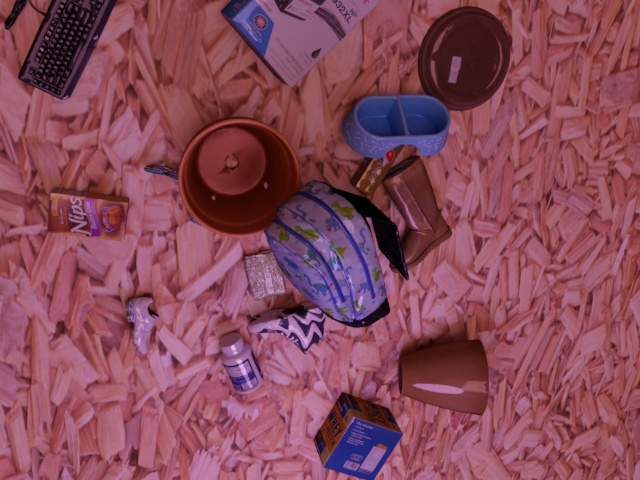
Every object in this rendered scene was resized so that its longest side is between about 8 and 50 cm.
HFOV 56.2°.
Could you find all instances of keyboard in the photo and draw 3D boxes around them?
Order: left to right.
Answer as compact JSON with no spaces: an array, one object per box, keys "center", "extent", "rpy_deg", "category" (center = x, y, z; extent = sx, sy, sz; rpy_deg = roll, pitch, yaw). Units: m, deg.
[{"center":[-0.608,-0.502,1.365],"extent":[0.201,0.033,0.317],"rpy_deg":[26,101,-22],"category":"keyboard"}]

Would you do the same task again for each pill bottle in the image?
[{"center":[-0.236,0.359,1.763],"extent":[0.094,0.094,0.169],"rpy_deg":[-22,114,-6],"category":"pill bottle"}]

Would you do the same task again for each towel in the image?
[{"center":[-0.159,0.100,1.722],"extent":[0.110,0.027,0.148],"rpy_deg":[-14,113,-9],"category":"towel"}]

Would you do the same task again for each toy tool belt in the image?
[{"center":[-0.311,-0.058,1.605],"extent":[0.083,0.051,0.052],"rpy_deg":[23,103,-22],"category":"toy tool belt"}]

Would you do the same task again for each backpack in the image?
[{"center":[0.014,0.027,1.444],"extent":[0.273,0.290,0.356],"rpy_deg":[-27,140,-27],"category":"backpack"}]

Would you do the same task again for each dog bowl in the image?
[{"center":[0.208,-0.310,1.587],"extent":[0.297,0.074,0.166],"rpy_deg":[-5,67,-13],"category":"dog bowl"}]

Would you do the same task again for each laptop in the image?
[{"center":[0.116,-0.028,1.634],"extent":[0.136,0.234,0.264],"rpy_deg":[-19,114,-6],"category":"laptop"}]

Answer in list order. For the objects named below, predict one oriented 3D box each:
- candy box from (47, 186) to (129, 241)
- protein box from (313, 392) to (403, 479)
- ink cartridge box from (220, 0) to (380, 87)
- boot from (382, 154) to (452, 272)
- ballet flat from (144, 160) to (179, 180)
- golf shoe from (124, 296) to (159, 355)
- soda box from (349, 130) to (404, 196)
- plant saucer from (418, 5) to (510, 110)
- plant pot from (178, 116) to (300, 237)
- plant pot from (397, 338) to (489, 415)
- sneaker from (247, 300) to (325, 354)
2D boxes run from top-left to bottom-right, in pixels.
[{"center":[-0.591,-0.065,1.526],"extent":[0.186,0.053,0.109],"rpy_deg":[7,109,-16],"category":"candy box"},{"center":[0.120,0.639,1.945],"extent":[0.199,0.136,0.201],"rpy_deg":[25,102,-22],"category":"protein box"},{"center":[-0.045,-0.560,1.431],"extent":[0.307,0.129,0.223],"rpy_deg":[-44,123,3],"category":"ink cartridge box"},{"center":[0.244,-0.073,1.736],"extent":[0.236,0.089,0.270],"rpy_deg":[-39,117,-14],"category":"boot"},{"center":[-0.396,-0.183,1.547],"extent":[0.114,0.041,0.041],"rpy_deg":[15,106,-20],"category":"ballet flat"},{"center":[-0.488,0.238,1.665],"extent":[0.086,0.069,0.176],"rpy_deg":[-11,114,-17],"category":"golf shoe"},{"center":[0.159,-0.217,1.670],"extent":[0.061,0.058,0.181],"rpy_deg":[28,101,-22],"category":"soda box"},{"center":[0.402,-0.493,1.642],"extent":[0.277,0.041,0.278],"rpy_deg":[-5,113,-13],"category":"plant saucer"},{"center":[-0.214,-0.177,1.503],"extent":[0.290,0.203,0.291],"rpy_deg":[-6,112,-14],"category":"plant pot"},{"center":[0.379,0.433,1.905],"extent":[0.254,0.237,0.237],"rpy_deg":[1,111,-1],"category":"plant pot"},{"center":[-0.090,0.278,1.771],"extent":[0.234,0.094,0.153],"rpy_deg":[-15,105,-21],"category":"sneaker"}]
